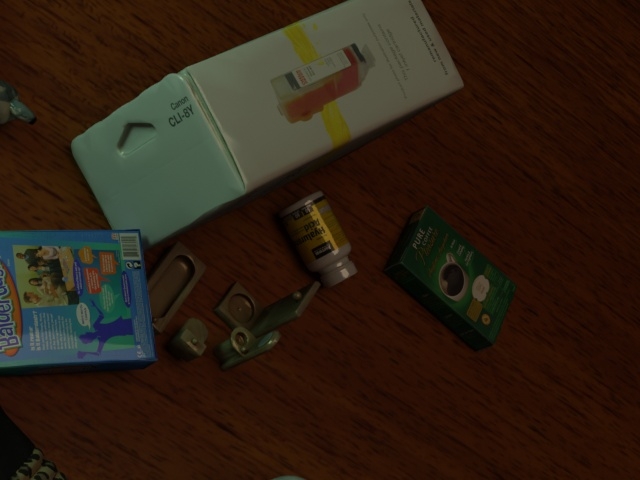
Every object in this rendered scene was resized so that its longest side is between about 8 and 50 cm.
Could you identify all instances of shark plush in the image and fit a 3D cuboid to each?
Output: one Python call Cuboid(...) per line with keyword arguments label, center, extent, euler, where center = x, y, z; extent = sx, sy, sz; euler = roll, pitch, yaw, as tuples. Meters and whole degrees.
Cuboid(label="shark plush", center=(-0.389, -0.175, 1.821), extent=(0.161, 0.073, 0.067), euler=(34, 44, -52))

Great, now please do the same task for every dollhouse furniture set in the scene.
Cuboid(label="dollhouse furniture set", center=(-0.117, 0.068, 1.915), extent=(0.151, 0.123, 0.144), euler=(45, 52, -15))

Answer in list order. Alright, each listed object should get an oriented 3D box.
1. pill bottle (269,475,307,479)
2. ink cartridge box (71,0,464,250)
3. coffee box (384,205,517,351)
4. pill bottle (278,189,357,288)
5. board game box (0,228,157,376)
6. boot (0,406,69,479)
Cuboid(label="pill bottle", center=(0.069, 0.455, 1.835), extent=(0.408, 0.229, 0.229), euler=(34, 55, -22))
Cuboid(label="ink cartridge box", center=(-0.063, -0.146, 1.941), extent=(0.385, 0.279, 0.160), euler=(-27, 91, -40))
Cuboid(label="coffee box", center=(0.179, 0.052, 2.199), extent=(0.184, 0.040, 0.113), euler=(40, 53, -19))
Cuboid(label="pill bottle", center=(0.000, 0.000, 2.069), extent=(0.065, 0.065, 0.116), euler=(-30, 91, -40))
Cuboid(label="board game box", center=(-0.297, 0.069, 1.814), extent=(0.210, 0.047, 0.160), euler=(0, 73, -29))
Cuboid(label="boot", center=(-0.443, 0.241, 1.600), extent=(0.284, 0.138, 0.377), euler=(52, 45, -9))
